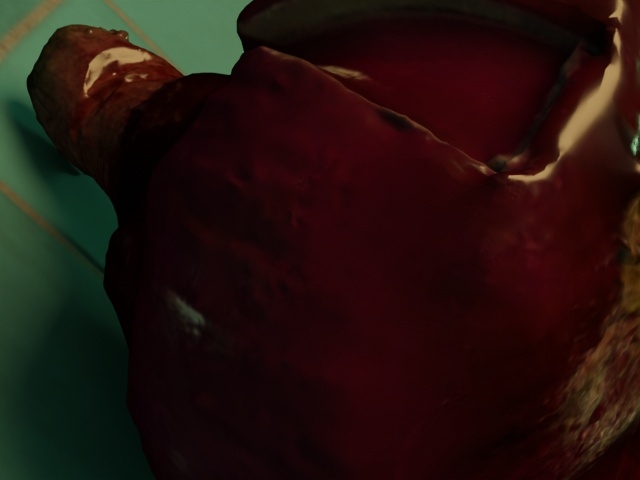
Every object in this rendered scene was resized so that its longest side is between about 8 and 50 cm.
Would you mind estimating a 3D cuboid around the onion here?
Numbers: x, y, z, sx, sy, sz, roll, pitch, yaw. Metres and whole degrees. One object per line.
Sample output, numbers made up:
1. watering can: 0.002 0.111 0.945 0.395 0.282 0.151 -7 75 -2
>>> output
1. onion: 0.000 0.000 0.693 0.398 0.420 0.398 -45 143 -50
